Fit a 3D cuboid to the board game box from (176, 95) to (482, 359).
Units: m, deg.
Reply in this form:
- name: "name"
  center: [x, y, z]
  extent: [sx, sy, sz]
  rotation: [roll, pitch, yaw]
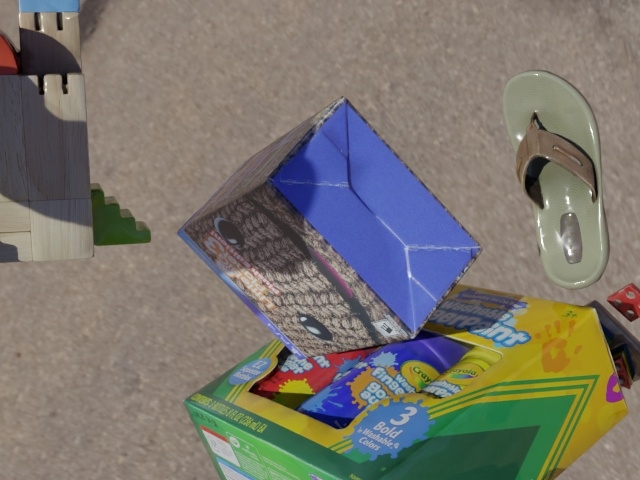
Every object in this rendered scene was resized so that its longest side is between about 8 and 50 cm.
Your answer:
- name: "board game box"
  center: [0.000, 0.000, 1.217]
  extent: [0.232, 0.291, 0.141]
  rotation: [46, 64, -10]

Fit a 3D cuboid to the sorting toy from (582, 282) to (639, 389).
- name: "sorting toy"
  center: [0.374, 0.159, 1.427]
  extent: [0.274, 0.132, 0.046]
  rotation: [-39, 11, 47]

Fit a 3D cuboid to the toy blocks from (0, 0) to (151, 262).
- name: "toy blocks"
  center: [-0.329, -0.114, 0.809]
  extent: [0.381, 0.191, 0.261]
  rotation: [-4, 102, -14]

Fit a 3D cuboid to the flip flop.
- name: "flip flop"
  center: [0.285, -0.076, 1.278]
  extent: [0.112, 0.080, 0.277]
  rotation: [-11, 85, 30]

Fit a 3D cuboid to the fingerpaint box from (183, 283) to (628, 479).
- name: "fingerpaint box"
  center: [0.092, 0.210, 1.345]
  extent: [0.371, 0.163, 0.444]
  rotation: [-32, 21, -25]
